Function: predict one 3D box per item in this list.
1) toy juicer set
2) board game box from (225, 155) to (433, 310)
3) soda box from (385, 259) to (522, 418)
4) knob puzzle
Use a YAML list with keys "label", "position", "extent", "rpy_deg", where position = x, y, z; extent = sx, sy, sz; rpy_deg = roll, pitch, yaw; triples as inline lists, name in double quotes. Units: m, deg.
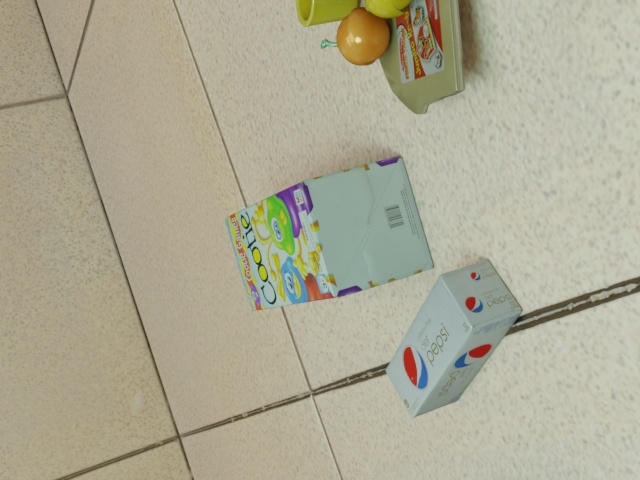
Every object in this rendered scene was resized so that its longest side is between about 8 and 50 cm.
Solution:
- label: "toy juicer set"
  position: [0.036, -0.332, 0.946]
  extent: [0.329, 0.090, 0.209]
  rpy_deg: [103, 154, -43]
- label: "board game box"
  position: [0.000, 0.000, 1.187]
  extent: [0.275, 0.142, 0.144]
  rpy_deg: [-18, 88, 65]
- label: "soda box"
  position: [0.146, 0.117, 1.045]
  extent: [0.073, 0.069, 0.216]
  rpy_deg: [61, 151, 28]
- label: "knob puzzle"
  position: [0.105, -0.229, 0.965]
  extent: [0.213, 0.030, 0.213]
  rpy_deg: [173, 90, -72]
